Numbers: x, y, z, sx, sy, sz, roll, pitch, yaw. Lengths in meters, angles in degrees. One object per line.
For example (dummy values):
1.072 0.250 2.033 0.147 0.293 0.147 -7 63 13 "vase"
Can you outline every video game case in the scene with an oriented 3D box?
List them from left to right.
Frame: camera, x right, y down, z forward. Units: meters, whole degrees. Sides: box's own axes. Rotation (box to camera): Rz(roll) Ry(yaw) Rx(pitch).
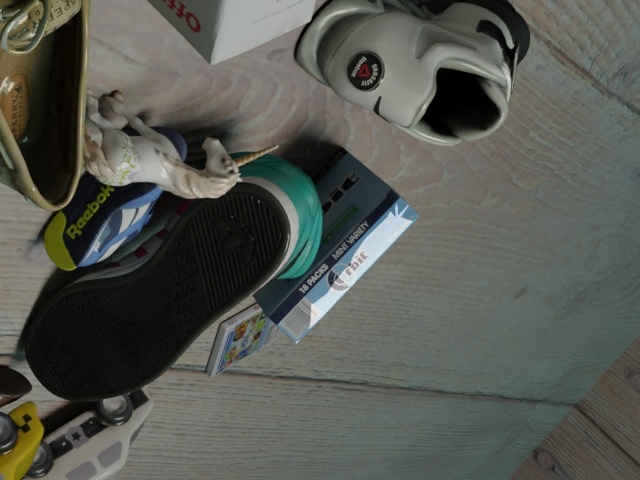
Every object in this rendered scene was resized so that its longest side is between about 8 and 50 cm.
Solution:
-0.064 0.090 1.827 0.122 0.011 0.087 -30 155 -35 "video game case"

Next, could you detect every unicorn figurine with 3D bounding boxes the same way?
-0.130 -0.067 1.284 0.162 0.111 0.060 -20 147 -48 "unicorn figurine"

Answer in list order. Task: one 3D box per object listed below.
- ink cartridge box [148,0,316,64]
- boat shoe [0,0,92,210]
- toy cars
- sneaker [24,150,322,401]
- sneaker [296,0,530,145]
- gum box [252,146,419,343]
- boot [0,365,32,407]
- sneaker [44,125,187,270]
-0.063 -0.236 1.041 0.093 0.154 0.212 -29 154 -30 "ink cartridge box"
-0.182 -0.133 1.100 0.105 0.089 0.285 -34 156 -25 "boat shoe"
-0.260 0.217 1.539 0.176 0.087 0.394 -43 167 16 "toy cars"
-0.109 0.020 1.483 0.295 0.123 0.178 -33 -178 28 "sneaker"
0.120 -0.142 1.569 0.330 0.146 0.122 -14 141 -56 "sneaker"
0.000 0.000 1.594 0.157 0.041 0.184 -46 -160 1 "gum box"
-0.307 0.159 1.477 0.106 0.037 0.114 -4 136 -55 "boot"
-0.156 -0.035 1.381 0.144 0.053 0.059 -43 161 16 "sneaker"
